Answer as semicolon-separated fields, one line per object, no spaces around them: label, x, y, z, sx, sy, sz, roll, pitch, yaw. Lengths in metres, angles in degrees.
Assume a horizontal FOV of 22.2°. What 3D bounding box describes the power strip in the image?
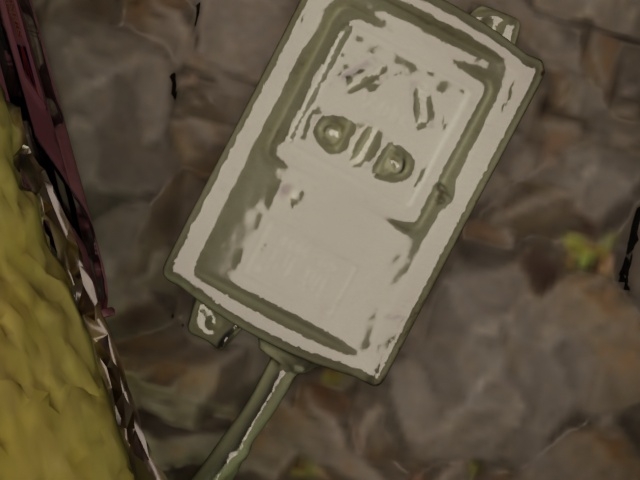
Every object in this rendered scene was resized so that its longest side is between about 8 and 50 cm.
power strip;0.000;0.000;0.484;0.075;0.042;0.175;26;90;1

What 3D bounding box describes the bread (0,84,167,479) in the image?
bread;-0.187;0.071;0.444;0.346;0.242;0.405;-27;55;26

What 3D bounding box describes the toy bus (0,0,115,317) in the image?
toy bus;-0.115;-0.056;0.465;0.063;0.090;0.203;-15;87;10
